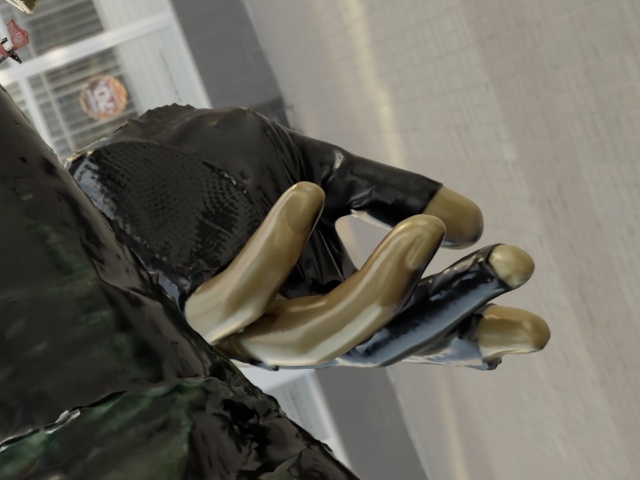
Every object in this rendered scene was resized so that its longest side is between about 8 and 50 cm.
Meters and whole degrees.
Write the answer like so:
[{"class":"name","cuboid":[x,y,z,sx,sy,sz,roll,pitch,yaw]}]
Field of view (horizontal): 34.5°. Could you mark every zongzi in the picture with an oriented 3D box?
[{"class":"zongzi","cuboid":[-0.149,0.102,0.436,0.362,0.383,0.319,58,-151,9]}]

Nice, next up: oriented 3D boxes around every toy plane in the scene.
[{"class":"toy plane","cuboid":[-0.389,-0.191,1.178,0.060,0.145,0.037,52,-175,11]}]

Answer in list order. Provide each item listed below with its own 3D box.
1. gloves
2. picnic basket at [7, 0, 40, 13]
[{"class":"gloves","cuboid":[-0.004,0.004,0.631,0.301,0.197,0.152,13,125,31]},{"class":"picnic basket","cuboid":[-0.211,-0.277,0.448,0.228,0.175,0.313,35,176,17]}]
